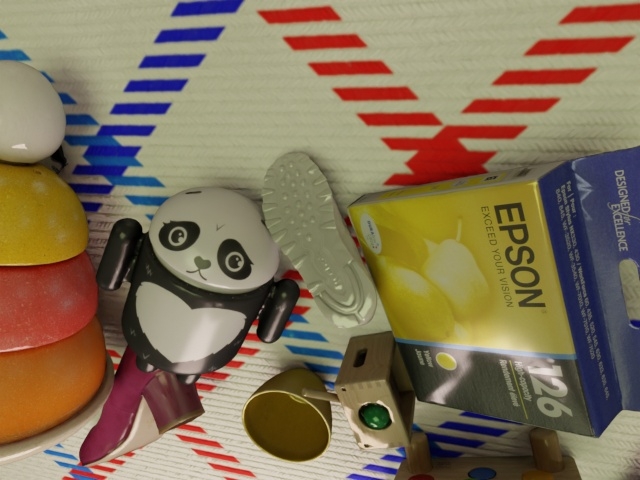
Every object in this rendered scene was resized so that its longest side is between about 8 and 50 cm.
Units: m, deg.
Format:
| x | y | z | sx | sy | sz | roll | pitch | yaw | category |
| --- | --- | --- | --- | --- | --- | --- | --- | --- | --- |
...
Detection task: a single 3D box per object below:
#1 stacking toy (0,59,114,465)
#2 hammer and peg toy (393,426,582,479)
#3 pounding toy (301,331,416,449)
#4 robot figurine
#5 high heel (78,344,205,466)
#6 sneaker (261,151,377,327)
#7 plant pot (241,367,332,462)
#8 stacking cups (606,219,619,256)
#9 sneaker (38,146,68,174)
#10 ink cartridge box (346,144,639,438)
| x | y | z | sx | sy | sz | roll | pitch | yaw | category |
| --- | --- | --- | --- | --- | --- | --- | --- | --- | --- |
| -0.421 | 0.011 | 0.613 | 0.351 | 0.350 | 0.479 | 21 | 105 | 6 | stacking toy |
| 0.159 | 0.351 | 0.616 | 0.362 | 0.266 | 0.127 | -11 | 87 | 21 | hammer and peg toy |
| 0.060 | 0.206 | 0.630 | 0.100 | 0.141 | 0.130 | -14 | 108 | 21 | pounding toy |
| -0.161 | 0.064 | 0.612 | 0.173 | 0.209 | 0.278 | 48 | 123 | 33 | robot figurine |
| -0.336 | 0.270 | 0.816 | 0.377 | 0.127 | 0.181 | -34 | 71 | 30 | high heel |
| 0.000 | 0.000 | 0.582 | 0.090 | 0.095 | 0.234 | -25 | 78 | 12 | sneaker |
| -0.039 | 0.250 | 0.703 | 0.135 | 0.095 | 0.134 | 6 | 115 | 13 | plant pot |
| 0.445 | -0.023 | 0.452 | 0.317 | 0.096 | 0.095 | -1 | 112 | 15 | stacking cups |
| -0.410 | -0.142 | 0.675 | 0.069 | 0.038 | 0.098 | -30 | 111 | 23 | sneaker |
| 0.209 | 0.072 | 0.514 | 0.308 | 0.072 | 0.303 | -5 | 112 | 45 | ink cartridge box |
